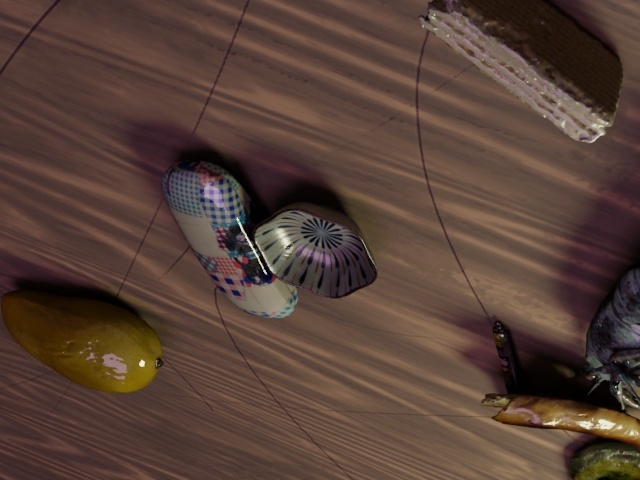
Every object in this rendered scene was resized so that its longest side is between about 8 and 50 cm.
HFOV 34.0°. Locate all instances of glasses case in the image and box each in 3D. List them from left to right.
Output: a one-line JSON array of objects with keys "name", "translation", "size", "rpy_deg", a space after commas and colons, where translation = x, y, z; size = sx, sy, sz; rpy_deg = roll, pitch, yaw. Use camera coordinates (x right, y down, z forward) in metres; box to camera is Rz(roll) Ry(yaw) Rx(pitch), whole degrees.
[{"name": "glasses case", "translation": [-0.134, 0.005, 1.587], "size": [0.125, 0.076, 0.327], "rpy_deg": [3, 138, 30]}]

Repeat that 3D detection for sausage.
[{"name": "sausage", "translation": [0.292, 0.193, 1.633], "size": [0.028, 0.025, 0.198], "rpy_deg": [18, 145, 33]}]

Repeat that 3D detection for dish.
[{"name": "dish", "translation": [0.000, 0.000, 1.520], "size": [0.191, 0.066, 0.190], "rpy_deg": [13, 140, 11]}]

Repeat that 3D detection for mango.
[{"name": "mango", "translation": [-0.438, 0.188, 1.941], "size": [0.332, 0.142, 0.195], "rpy_deg": [12, 138, 28]}]

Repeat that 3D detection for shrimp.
[{"name": "shrimp", "translation": [0.419, 0.157, 1.393], "size": [0.137, 0.172, 0.372], "rpy_deg": [15, 145, 15]}]

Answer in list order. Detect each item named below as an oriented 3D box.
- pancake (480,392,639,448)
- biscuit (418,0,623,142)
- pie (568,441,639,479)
[{"name": "pancake", "translation": [0.372, 0.272, 1.601], "size": [0.257, 0.056, 0.212], "rpy_deg": [-1, 161, 31]}, {"name": "biscuit", "translation": [0.218, -0.206, 1.108], "size": [0.239, 0.108, 0.062], "rpy_deg": [33, 140, -12]}, {"name": "pie", "translation": [0.560, 0.435, 1.753], "size": [0.323, 0.070, 0.323], "rpy_deg": [16, 142, 13]}]
